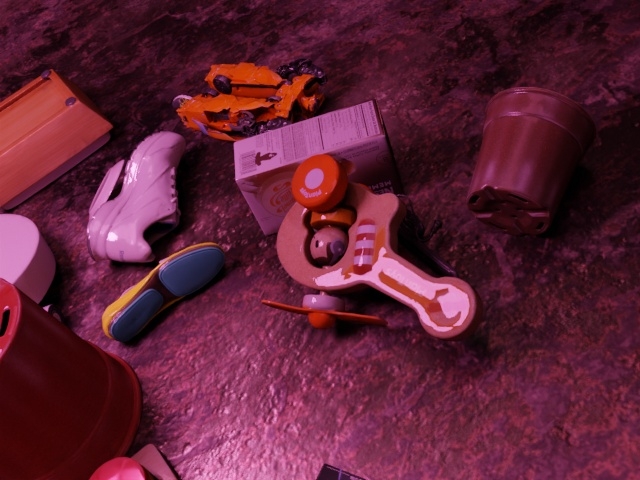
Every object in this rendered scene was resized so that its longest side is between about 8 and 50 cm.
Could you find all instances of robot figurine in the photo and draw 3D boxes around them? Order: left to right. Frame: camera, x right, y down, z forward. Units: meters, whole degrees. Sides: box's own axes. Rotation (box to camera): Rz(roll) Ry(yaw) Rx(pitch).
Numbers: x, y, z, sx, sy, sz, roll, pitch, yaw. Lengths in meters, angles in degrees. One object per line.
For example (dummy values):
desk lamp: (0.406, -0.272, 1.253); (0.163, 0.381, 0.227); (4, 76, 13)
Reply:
robot figurine: (-0.121, -0.265, 1.472); (0.290, 0.085, 0.211); (13, 58, 31)

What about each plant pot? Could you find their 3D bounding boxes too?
plant pot: (-0.436, 0.206, 1.079); (0.272, 0.265, 0.273); (-12, 48, 14)
plant pot: (0.297, -0.106, 1.125); (0.166, 0.167, 0.165); (12, 65, 30)

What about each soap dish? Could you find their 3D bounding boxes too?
soap dish: (-0.606, -0.221, 1.611); (0.290, 0.118, 0.229); (-38, 48, -10)

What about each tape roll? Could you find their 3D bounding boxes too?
tape roll: (-0.658, 0.095, 1.338); (0.391, 0.072, 0.392); (-13, 35, 9)

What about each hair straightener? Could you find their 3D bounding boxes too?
hair straightener: (0.146, -0.002, 1.174); (0.089, 0.047, 0.230); (-32, 43, -6)

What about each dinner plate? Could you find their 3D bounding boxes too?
dinner plate: (-0.402, -0.090, 1.428); (0.141, 0.017, 0.141); (-51, 23, 32)

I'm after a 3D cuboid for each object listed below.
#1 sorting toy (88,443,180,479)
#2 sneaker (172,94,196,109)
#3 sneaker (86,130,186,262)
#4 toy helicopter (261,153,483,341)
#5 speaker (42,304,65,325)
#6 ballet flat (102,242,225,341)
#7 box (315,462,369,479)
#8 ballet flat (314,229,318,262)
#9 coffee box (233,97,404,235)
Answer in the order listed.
sorting toy: (-0.268, 0.410, 0.957); (0.257, 0.089, 0.255); (-39, 48, -12)
sneaker: (-0.272, -0.277, 1.580); (0.083, 0.031, 0.035); (3, 54, 25)
sneaker: (-0.302, -0.073, 1.390); (0.129, 0.111, 0.297); (14, 59, 11)
toy helicopter: (0.066, 0.048, 1.082); (0.355, 0.140, 0.235); (31, 88, 37)
speaker: (-0.504, 0.155, 1.294); (0.136, 0.055, 0.055); (-19, 47, 7)
ballet flat: (-0.262, 0.072, 1.257); (0.231, 0.077, 0.077); (-39, 32, -10)
box: (0.027, 0.323, 0.957); (0.083, 0.018, 0.067); (13, 57, 30)
ballet flat: (0.000, 0.000, 1.227); (0.041, 0.041, 0.114); (4, 53, 25)
coffee box: (-0.002, -0.117, 1.261); (0.246, 0.141, 0.098); (-16, 47, 8)
